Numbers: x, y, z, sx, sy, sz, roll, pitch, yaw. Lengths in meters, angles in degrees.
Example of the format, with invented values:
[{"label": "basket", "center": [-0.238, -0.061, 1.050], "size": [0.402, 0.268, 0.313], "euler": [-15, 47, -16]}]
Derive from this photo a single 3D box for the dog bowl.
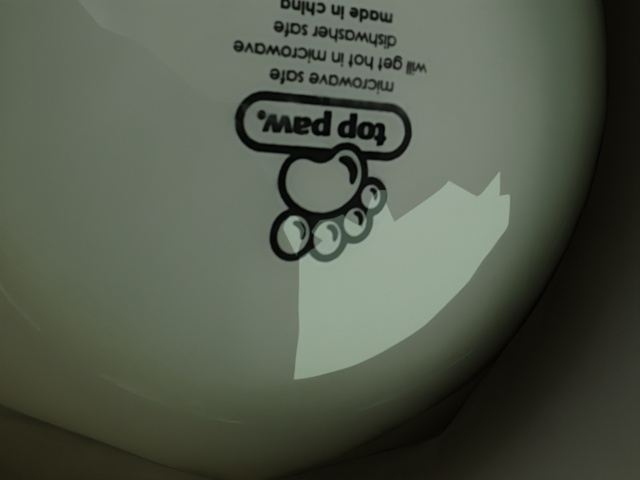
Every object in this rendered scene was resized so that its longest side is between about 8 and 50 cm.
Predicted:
[{"label": "dog bowl", "center": [-0.008, -0.054, 0.366], "size": [0.408, 0.408, 0.150], "euler": [-54, -155, -13]}]
